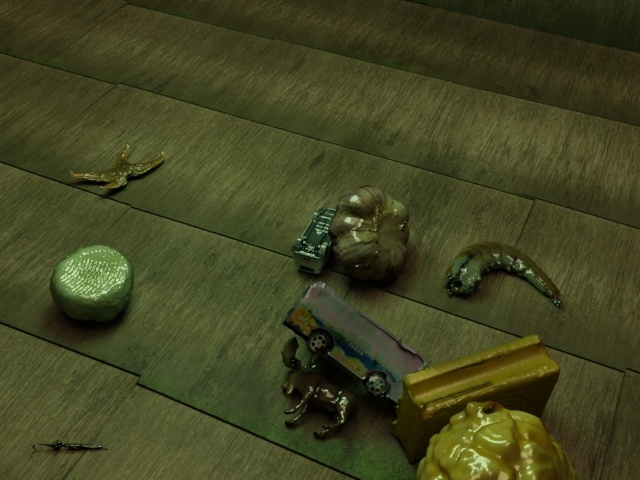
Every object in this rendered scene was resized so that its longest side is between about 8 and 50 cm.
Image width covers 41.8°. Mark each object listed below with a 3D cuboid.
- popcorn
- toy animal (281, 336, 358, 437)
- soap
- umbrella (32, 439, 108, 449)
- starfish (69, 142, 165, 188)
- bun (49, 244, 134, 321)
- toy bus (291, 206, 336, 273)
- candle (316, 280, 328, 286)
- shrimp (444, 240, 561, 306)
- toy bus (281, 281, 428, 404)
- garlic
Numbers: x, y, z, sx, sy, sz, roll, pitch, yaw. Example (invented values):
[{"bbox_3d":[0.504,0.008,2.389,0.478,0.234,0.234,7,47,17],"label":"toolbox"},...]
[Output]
[{"bbox_3d":[0.296,0.473,1.473,0.381,0.349,0.349,-29,36,23],"label":"popcorn"},{"bbox_3d":[-0.014,0.314,1.778,0.214,0.094,0.186,20,54,19],"label":"toy animal"},{"bbox_3d":[0.310,0.320,1.694,0.324,0.204,0.096,-14,48,-17],"label":"soap"},{"bbox_3d":[-0.502,0.412,1.688,0.148,0.022,0.022,2,18,-10],"label":"umbrella"},{"bbox_3d":[-0.559,-0.202,2.350,0.138,0.050,0.247,28,41,27],"label":"starfish"},{"bbox_3d":[-0.527,0.106,1.953,0.195,0.118,0.195,2,48,-3],"label":"bun"},{"bbox_3d":[0.000,0.000,2.117,0.087,0.089,0.194,15,43,15],"label":"toy bus"},{"bbox_3d":[0.010,0.166,1.876,0.068,0.168,0.192,-36,51,7],"label":"candle"},{"bbox_3d":[0.449,0.078,2.088,0.287,0.068,0.185,13,46,-3],"label":"shrimp"},{"bbox_3d":[0.076,0.219,1.762,0.317,0.112,0.138,35,88,-3],"label":"toy bus"},{"bbox_3d":[0.112,-0.017,2.062,0.160,0.245,0.245,-1,29,48],"label":"garlic"}]
